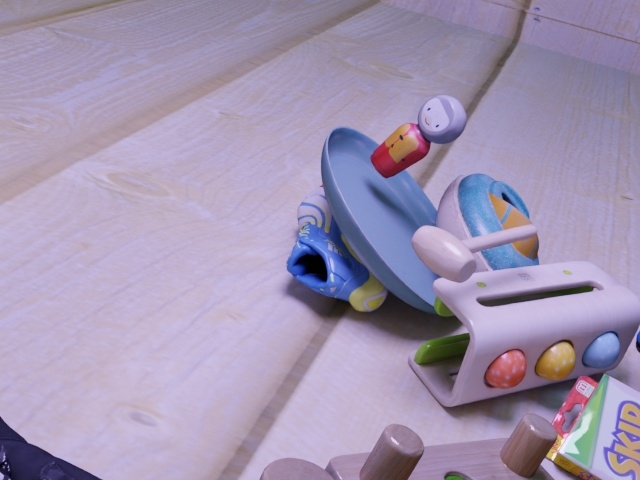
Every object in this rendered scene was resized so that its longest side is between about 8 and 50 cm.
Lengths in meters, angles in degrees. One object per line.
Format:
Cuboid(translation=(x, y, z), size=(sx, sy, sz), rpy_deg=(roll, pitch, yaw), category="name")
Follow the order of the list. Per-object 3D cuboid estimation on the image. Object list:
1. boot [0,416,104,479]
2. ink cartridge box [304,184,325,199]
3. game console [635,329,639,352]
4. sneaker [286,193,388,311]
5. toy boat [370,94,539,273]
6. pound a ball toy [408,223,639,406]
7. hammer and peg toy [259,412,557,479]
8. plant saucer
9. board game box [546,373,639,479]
Cuboid(translation=(-0.255, 0.273, 0.471), size=(0.445, 0.146, 0.367), rpy_deg=(29, 35, 18), category="boot")
Cuboid(translation=(0.050, -0.039, 1.175), size=(0.135, 0.056, 0.099), rpy_deg=(23, 31, 18), category="ink cartridge box")
Cuboid(translation=(0.563, 0.181, 0.890), size=(0.250, 0.174, 0.293), rpy_deg=(-29, 37, -36), category="game console")
Cuboid(translation=(0.000, 0.000, 1.028), size=(0.126, 0.091, 0.240), rpy_deg=(16, 24, -38), category="sneaker")
Cuboid(translation=(0.222, -0.057, 1.068), size=(0.318, 0.148, 0.267), rpy_deg=(46, 26, -16), category="toy boat")
Cuboid(translation=(0.250, 0.089, 0.887), size=(0.319, 0.208, 0.136), rpy_deg=(-5, 34, -29), category="pound a ball toy")
Cuboid(translation=(0.118, 0.264, 0.558), size=(0.361, 0.127, 0.266), rpy_deg=(6, 28, -38), category="hammer and peg toy")
Cuboid(translation=(0.103, -0.023, 1.044), size=(0.317, 0.043, 0.318), rpy_deg=(39, 29, -27), category="plant saucer")
Cuboid(translation=(0.381, 0.249, 0.798), size=(0.259, 0.039, 0.124), rpy_deg=(27, 57, 28), category="board game box")
